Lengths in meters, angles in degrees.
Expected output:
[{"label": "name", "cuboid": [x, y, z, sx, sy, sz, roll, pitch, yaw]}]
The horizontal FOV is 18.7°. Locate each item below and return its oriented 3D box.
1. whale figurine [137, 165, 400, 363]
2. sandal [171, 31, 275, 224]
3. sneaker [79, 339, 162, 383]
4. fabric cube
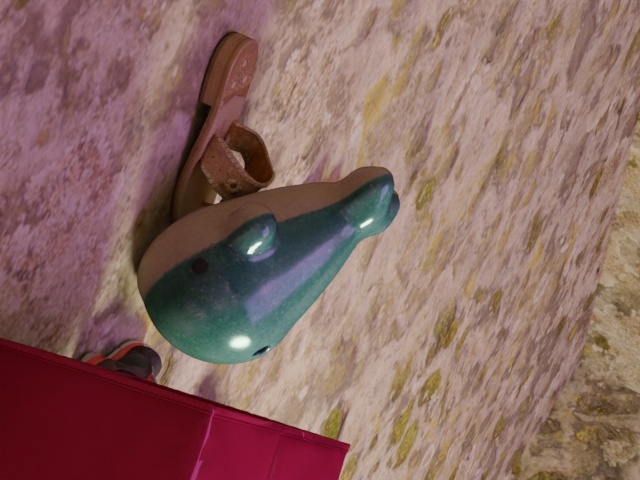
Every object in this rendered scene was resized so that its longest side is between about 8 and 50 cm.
[{"label": "whale figurine", "cuboid": [-0.039, 0.026, 1.888, 0.272, 0.141, 0.216, -24, 163, -1]}, {"label": "sandal", "cuboid": [-0.080, -0.081, 1.885, 0.088, 0.079, 0.240, -41, 152, -52]}, {"label": "sneaker", "cuboid": [-0.188, 0.142, 1.915, 0.158, 0.065, 0.061, -12, 125, -67]}, {"label": "fabric cube", "cuboid": [-0.167, 0.250, 1.681, 0.259, 0.254, 0.258, 25, 80, -58]}]
